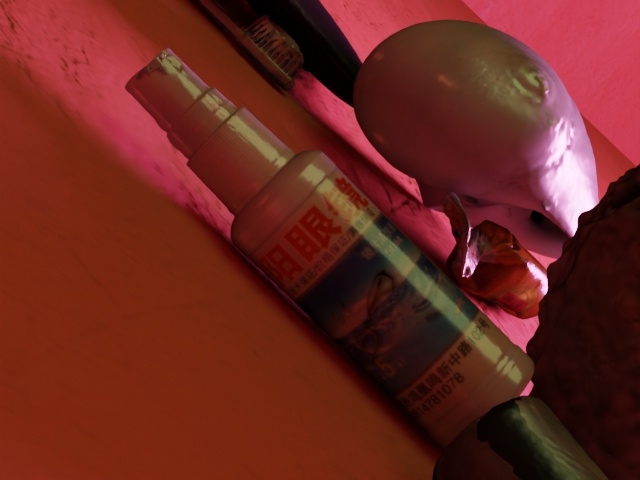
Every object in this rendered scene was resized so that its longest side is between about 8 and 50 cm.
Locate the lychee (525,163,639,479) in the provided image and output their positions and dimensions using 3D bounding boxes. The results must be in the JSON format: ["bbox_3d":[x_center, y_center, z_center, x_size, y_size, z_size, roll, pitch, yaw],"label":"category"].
[{"bbox_3d":[0.221,0.057,0.858,0.255,0.255,0.274,44,-7,-5],"label":"lychee"}]

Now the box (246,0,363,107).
[{"bbox_3d":[-0.030,-0.173,1.224,0.201,0.042,0.212,50,4,-23],"label":"box"}]

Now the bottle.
[{"bbox_3d":[0.000,0.000,0.768,0.217,0.060,0.060,45,12,-1],"label":"bottle"}]

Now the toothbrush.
[{"bbox_3d":[-0.116,-0.208,1.138,0.294,0.028,0.026,45,8,3],"label":"toothbrush"}]

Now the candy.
[{"bbox_3d":[0.114,0.019,1.108,0.053,0.046,0.182,49,7,31],"label":"candy"}]

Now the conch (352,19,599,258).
[{"bbox_3d":[0.113,-0.059,1.130,0.185,0.121,0.221,54,5,24],"label":"conch"}]

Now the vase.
[{"bbox_3d":[0.124,0.154,0.662,0.211,0.060,0.060,52,14,28],"label":"vase"}]
